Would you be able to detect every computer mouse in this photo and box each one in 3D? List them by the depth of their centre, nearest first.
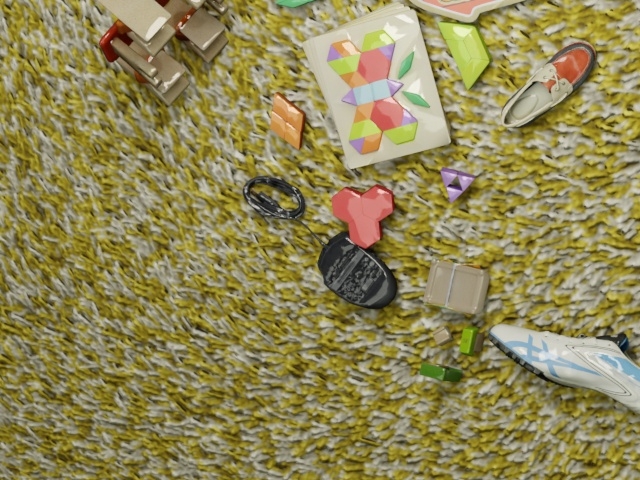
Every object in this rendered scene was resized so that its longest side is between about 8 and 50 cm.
[{"bbox_3d":[0.000,0.000,2.117,0.242,0.041,0.071,42,100,12],"label":"computer mouse"}]

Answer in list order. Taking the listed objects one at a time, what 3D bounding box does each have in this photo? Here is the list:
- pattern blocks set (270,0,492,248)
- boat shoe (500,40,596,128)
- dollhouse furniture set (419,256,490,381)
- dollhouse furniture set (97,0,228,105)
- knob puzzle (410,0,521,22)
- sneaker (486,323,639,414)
[{"bbox_3d":[0.069,-0.181,2.025,0.285,0.026,0.325,-30,92,20],"label":"pattern blocks set"},{"bbox_3d":[0.264,-0.179,1.956,0.137,0.043,0.049,-40,87,25],"label":"boat shoe"},{"bbox_3d":[0.167,0.100,2.088,0.076,0.058,0.152,12,91,25],"label":"dollhouse furniture set"},{"bbox_3d":[-0.168,-0.314,1.982,0.135,0.262,0.259,40,82,8],"label":"dollhouse furniture set"},{"bbox_3d":[0.151,-0.346,1.940,0.213,0.030,0.213,3,103,14],"label":"knob puzzle"},{"bbox_3d":[0.317,0.141,2.020,0.237,0.085,0.086,19,85,18],"label":"sneaker"}]
